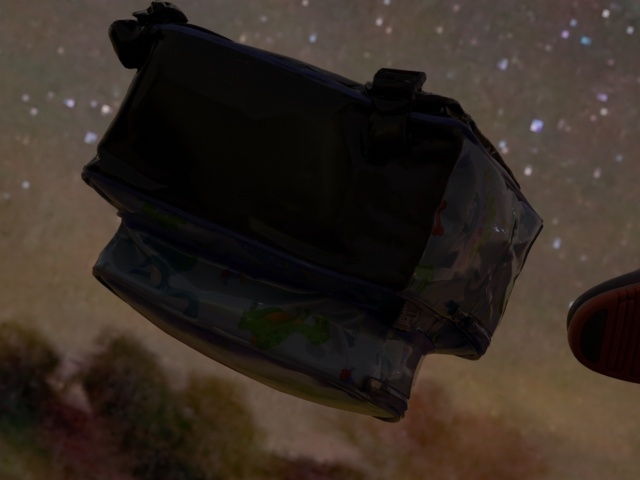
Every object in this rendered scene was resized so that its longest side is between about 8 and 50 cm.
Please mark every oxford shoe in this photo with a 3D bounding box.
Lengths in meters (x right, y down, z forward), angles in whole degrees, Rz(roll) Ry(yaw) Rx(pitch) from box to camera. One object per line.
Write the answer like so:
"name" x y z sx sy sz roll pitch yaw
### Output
"oxford shoe" 0.286 0.041 1.067 0.271 0.097 0.098 -7 30 -27

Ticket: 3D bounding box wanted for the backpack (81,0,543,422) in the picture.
"backpack" 0.000 0.000 0.384 0.105 0.084 0.114 20 -4 29
